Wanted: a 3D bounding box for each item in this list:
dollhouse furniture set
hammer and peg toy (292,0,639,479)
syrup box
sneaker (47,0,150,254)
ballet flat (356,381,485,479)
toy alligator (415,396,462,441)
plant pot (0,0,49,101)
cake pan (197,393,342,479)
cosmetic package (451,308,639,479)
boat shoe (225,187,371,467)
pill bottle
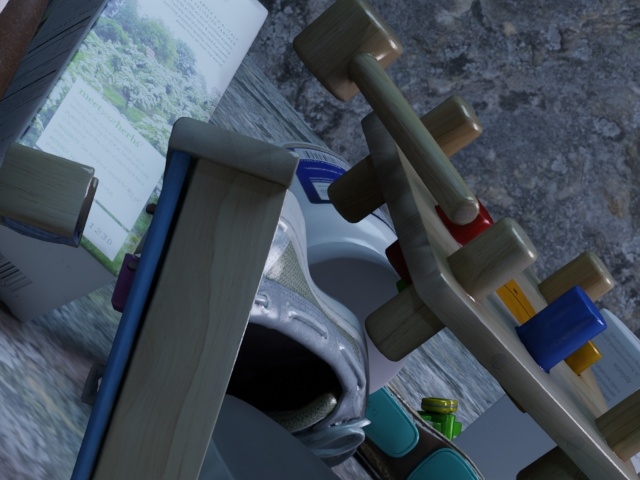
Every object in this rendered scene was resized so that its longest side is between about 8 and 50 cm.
[{"bbox_3d":[-0.189,0.028,0.792,0.303,0.198,0.286,19,-8,-3],"label":"dollhouse furniture set"},{"bbox_3d":[0.095,0.015,1.388,0.361,0.127,0.266,46,15,-29],"label":"hammer and peg toy"},{"bbox_3d":[-0.130,-0.077,1.149,0.093,0.096,0.237,44,47,-22],"label":"syrup box"},{"bbox_3d":[-0.176,-0.095,1.455,0.092,0.087,0.228,30,40,-78],"label":"sneaker"},{"bbox_3d":[0.081,0.186,1.638,0.206,0.073,0.067,53,-7,17],"label":"ballet flat"},{"bbox_3d":[0.095,0.177,1.868,0.051,0.056,0.190,6,-2,14],"label":"toy alligator"},{"bbox_3d":[-0.211,-0.180,1.023,0.215,0.230,0.215,37,1,-1],"label":"plant pot"},{"bbox_3d":[0.002,0.197,1.112,0.293,0.054,0.293,47,7,-7],"label":"cake pan"},{"bbox_3d":[0.212,0.183,1.763,0.085,0.231,0.117,43,8,-32],"label":"cosmetic package"},{"bbox_3d":[-0.034,0.076,1.231,0.320,0.118,0.103,76,9,-58],"label":"boat shoe"},{"bbox_3d":[-0.008,0.025,1.638,0.153,0.153,0.264,45,7,-21],"label":"pill bottle"}]
